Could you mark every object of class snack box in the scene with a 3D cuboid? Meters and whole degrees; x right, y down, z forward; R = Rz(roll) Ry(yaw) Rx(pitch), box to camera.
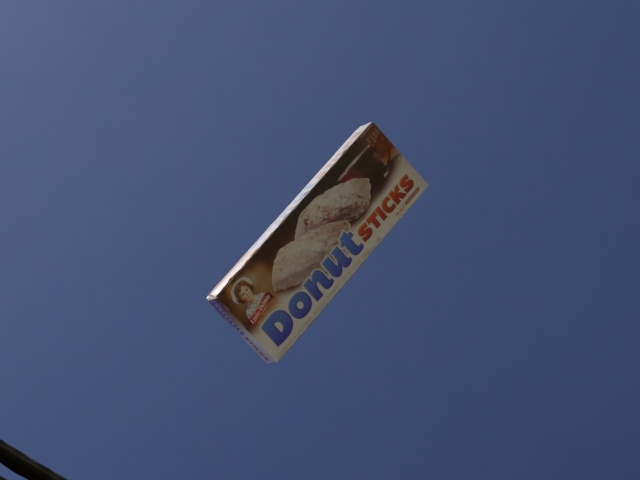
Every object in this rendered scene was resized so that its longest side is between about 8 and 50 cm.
[{"bbox_3d":[0.000,0.000,1.182,0.064,0.022,0.178,48,-115,-15],"label":"snack box"}]

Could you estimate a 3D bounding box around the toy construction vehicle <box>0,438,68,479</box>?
[{"bbox_3d":[-0.073,0.081,0.318,0.098,0.035,0.086,38,-64,-24],"label":"toy construction vehicle"}]
